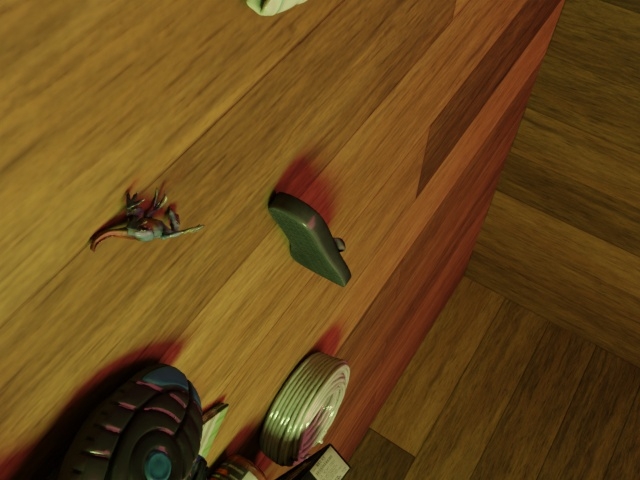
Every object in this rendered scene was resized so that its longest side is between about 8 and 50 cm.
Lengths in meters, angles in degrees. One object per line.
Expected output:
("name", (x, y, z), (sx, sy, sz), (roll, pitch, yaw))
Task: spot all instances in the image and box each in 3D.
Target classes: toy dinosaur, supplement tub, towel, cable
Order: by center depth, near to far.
("toy dinosaur", (-0.154, -0.015, 0.553), (0.090, 0.047, 0.082), (-24, 164, -6))
("towel", (-0.198, 0.307, 0.914), (0.113, 0.023, 0.152), (-64, 164, 17))
("supplement tub", (-0.179, 0.472, 1.059), (0.198, 0.106, 0.106), (-45, 156, -40))
("cable", (-0.029, 0.357, 1.324), (0.257, 0.089, 0.257), (-61, 160, 0))

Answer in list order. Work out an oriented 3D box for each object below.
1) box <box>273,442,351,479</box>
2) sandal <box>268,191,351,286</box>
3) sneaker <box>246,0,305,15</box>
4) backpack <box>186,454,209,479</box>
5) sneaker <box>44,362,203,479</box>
("box", (-0.111, 0.546, 1.184), (0.293, 0.073, 0.295), (-33, 170, -46))
("sandal", (0.001, 0.000, 0.861), (0.054, 0.097, 0.254), (-56, 161, -15))
("sneaker", (-0.030, -0.246, 0.489), (0.061, 0.054, 0.152), (-46, 157, -32))
("backpack", (-0.201, 0.309, 0.771), (0.120, 0.101, 0.098), (-54, 163, -34))
("sneaker", (-0.240, 0.260, 0.612), (0.140, 0.125, 0.341), (-22, -156, 35))
